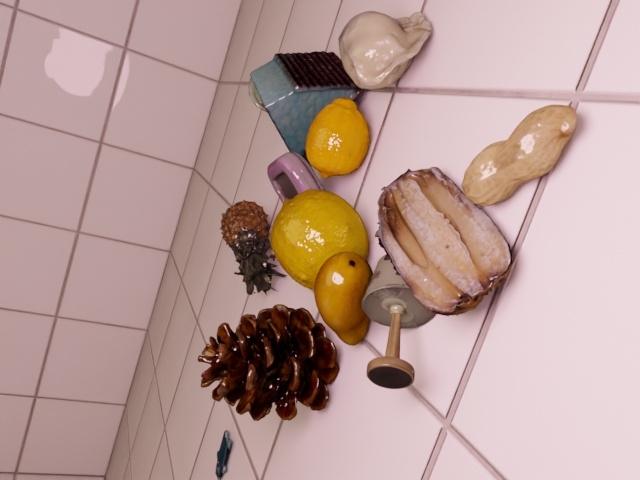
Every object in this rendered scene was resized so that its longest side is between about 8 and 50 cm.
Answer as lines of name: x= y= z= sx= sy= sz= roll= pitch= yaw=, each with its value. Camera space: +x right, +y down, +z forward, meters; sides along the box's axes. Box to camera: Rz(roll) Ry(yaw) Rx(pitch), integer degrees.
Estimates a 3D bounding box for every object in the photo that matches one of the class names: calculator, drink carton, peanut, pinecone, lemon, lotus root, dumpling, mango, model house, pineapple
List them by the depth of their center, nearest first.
peanut: x=0.271 y=-0.115 z=0.740 sx=0.187 sy=0.082 sz=0.082 roll=-42 pitch=41 yaw=49
lotus root: x=0.184 y=-0.002 z=0.857 sx=0.167 sy=0.078 sz=0.329 roll=-31 pitch=37 yaw=11
mango: x=0.050 y=0.107 z=0.982 sx=0.227 sy=0.099 sz=0.136 roll=75 pitch=-149 yaw=-48
pinecone: x=-0.101 y=0.249 z=1.096 sx=0.244 sy=0.309 sz=0.243 roll=-4 pitch=84 yaw=42
lemon: x=0.000 y=0.000 z=1.098 sx=0.231 sy=0.192 sz=0.192 roll=53 pitch=133 yaw=17
dumpling: x=0.135 y=-0.403 z=1.112 sx=0.193 sy=0.147 sz=0.258 roll=-15 pitch=41 yaw=17
lemon: x=0.040 y=-0.229 z=1.205 sx=0.142 sy=0.142 sz=0.187 roll=20 pitch=96 yaw=65
model house: x=-0.011 y=-0.363 z=1.364 sx=0.249 sy=0.230 sz=0.280 roll=-27 pitch=41 yaw=3
pineapple: x=-0.204 y=0.032 z=1.569 sx=0.165 sy=0.166 sz=0.364 roll=-61 pitch=31 yaw=30
calculator: x=-0.284 y=0.632 z=1.570 sx=0.094 sy=0.019 sz=0.141 roll=32 pitch=107 yaw=64
drink carton: x=-0.132 y=-0.500 z=1.724 sx=0.142 sy=0.146 sz=0.144 roll=-40 pitch=43 yaw=39

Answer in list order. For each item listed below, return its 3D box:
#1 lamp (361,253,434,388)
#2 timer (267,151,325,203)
lamp: x=0.123 y=0.122 z=0.860 sx=0.121 sy=0.121 sz=0.214 roll=-49 pitch=20 yaw=45
timer: x=-0.049 y=-0.118 z=1.298 sx=0.069 sy=0.190 sz=0.208 roll=-34 pitch=8 yaw=-15
